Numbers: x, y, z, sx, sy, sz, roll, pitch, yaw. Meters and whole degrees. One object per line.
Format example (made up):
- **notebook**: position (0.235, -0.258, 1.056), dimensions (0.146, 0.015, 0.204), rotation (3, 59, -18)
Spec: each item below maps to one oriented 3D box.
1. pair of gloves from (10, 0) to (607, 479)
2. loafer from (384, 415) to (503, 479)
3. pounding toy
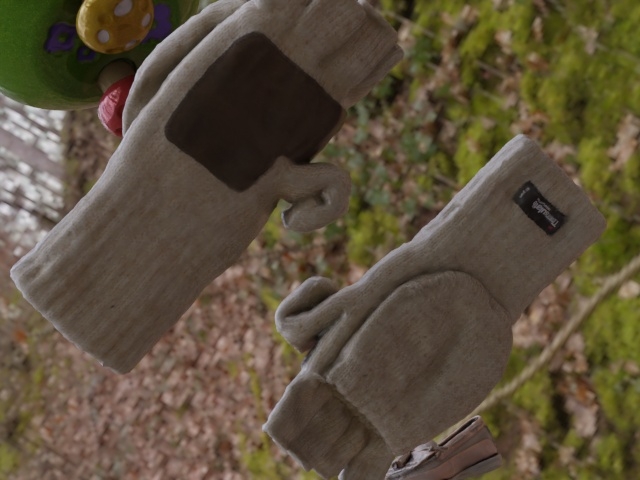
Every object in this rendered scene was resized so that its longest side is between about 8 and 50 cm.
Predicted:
- **pair of gloves**: position (0.000, 0.000, 0.612), dimensions (0.204, 0.240, 0.042), rotation (-55, 25, 1)
- **loafer**: position (0.074, 0.146, 0.854), dimensions (0.045, 0.039, 0.125), rotation (-21, -10, 41)
- **pounding toy**: position (-0.130, -0.161, 0.900), dimensions (0.237, 0.110, 0.183), rotation (-42, -35, 8)
